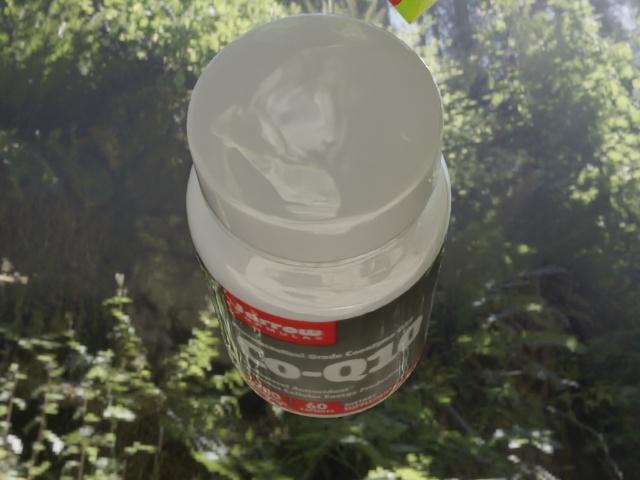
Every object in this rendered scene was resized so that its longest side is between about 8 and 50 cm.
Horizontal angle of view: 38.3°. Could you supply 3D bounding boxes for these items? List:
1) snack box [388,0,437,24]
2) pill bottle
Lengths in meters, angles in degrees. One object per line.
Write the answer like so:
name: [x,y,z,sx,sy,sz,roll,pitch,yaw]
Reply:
snack box: [0.081,-0.232,0.627,0.141,0.037,0.100,-40,-80,15]
pill bottle: [0.000,0.000,0.602,0.161,0.161,0.283,-2,-27,1]
